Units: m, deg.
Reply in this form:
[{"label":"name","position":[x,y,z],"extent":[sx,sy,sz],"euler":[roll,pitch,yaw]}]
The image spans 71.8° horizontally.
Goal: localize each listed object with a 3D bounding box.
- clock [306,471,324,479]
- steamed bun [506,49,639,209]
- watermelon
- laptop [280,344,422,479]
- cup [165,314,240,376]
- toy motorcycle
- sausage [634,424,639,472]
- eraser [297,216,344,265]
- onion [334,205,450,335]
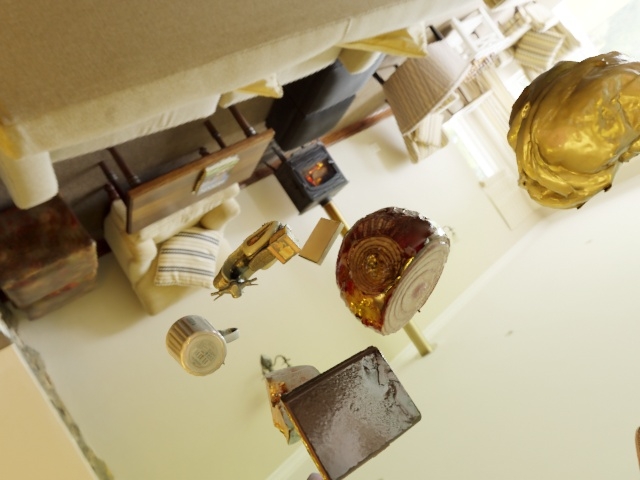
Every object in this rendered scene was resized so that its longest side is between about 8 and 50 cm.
[{"label":"clock","position":[0.000,0.784,1.116],"extent":[0.113,0.296,0.322],"euler":[3,-128,25]},{"label":"steamed bun","position":[0.450,-0.213,0.789],"extent":[0.280,0.207,0.268],"euler":[-41,171,-49]},{"label":"watermelon","position":[-0.072,0.557,1.495],"extent":[0.188,0.175,0.322],"euler":[-9,-153,-14]},{"label":"laptop","position":[0.054,0.279,0.732],"extent":[0.207,0.154,0.026],"euler":[-20,154,-33]},{"label":"cup","position":[-0.384,0.326,1.452],"extent":[0.221,0.167,0.202],"euler":[-42,-160,-20]},{"label":"toy motorcycle","position":[-0.171,0.053,1.105],"extent":[0.263,0.091,0.157],"euler":[-38,-158,10]},{"label":"sausage","position":[0.637,0.446,0.823],"extent":[0.071,0.234,0.071],"euler":[5,156,2]},{"label":"eraser","position":[0.000,0.000,1.387],"extent":[0.103,0.023,0.150],"euler":[19,-105,50]},{"label":"onion","position":[0.166,0.064,1.193],"extent":[0.281,0.260,0.337],"euler":[0,120,-56]}]
